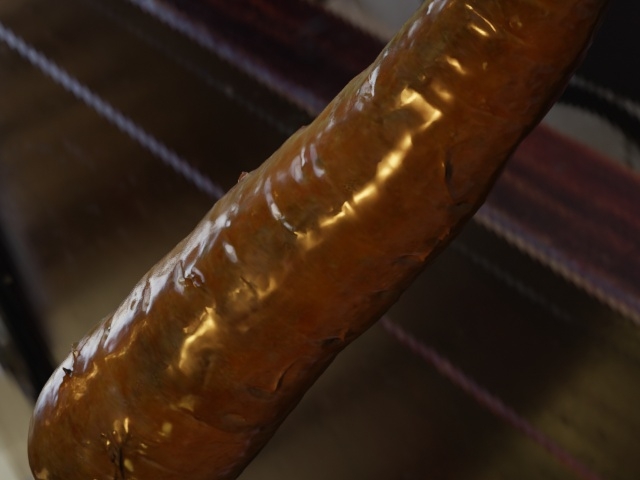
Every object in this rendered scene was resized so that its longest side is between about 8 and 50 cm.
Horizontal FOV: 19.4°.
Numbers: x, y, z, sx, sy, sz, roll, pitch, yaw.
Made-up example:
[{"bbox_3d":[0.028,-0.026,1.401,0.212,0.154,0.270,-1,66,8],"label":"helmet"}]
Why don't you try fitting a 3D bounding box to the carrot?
[{"bbox_3d":[0.000,0.000,0.356,0.191,0.047,0.047,-45,73,38],"label":"carrot"}]
